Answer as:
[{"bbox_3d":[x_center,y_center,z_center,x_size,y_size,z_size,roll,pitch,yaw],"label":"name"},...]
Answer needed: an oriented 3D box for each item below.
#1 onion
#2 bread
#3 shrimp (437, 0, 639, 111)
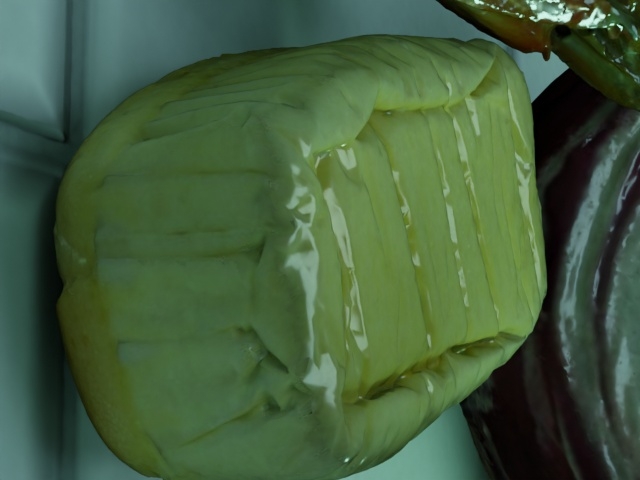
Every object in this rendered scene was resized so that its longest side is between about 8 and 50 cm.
[{"bbox_3d":[0.126,0.021,0.734,0.280,0.146,0.314,148,-47,-77],"label":"onion"},{"bbox_3d":[0.000,0.000,0.537,0.236,0.106,0.140,-24,105,-61],"label":"bread"},{"bbox_3d":[0.039,-0.135,0.581,0.267,0.061,0.145,42,35,-17],"label":"shrimp"}]
